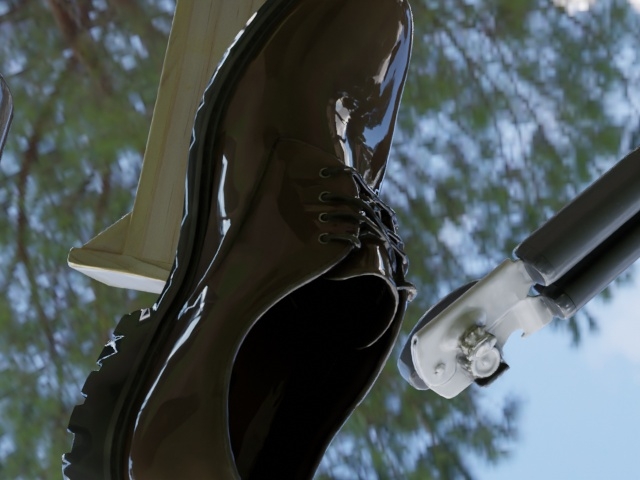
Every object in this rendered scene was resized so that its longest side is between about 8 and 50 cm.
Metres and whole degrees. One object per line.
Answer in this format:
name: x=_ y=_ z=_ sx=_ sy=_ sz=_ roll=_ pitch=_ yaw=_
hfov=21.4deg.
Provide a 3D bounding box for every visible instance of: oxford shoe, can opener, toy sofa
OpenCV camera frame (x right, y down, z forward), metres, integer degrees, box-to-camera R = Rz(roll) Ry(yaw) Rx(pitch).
oxford shoe: x=0.000 y=0.000 z=0.577 sx=0.096 sy=0.083 sz=0.227 roll=-5 pitch=-121 yaw=43
can opener: x=0.174 y=0.016 z=1.319 sx=0.280 sy=0.074 sz=0.093 roll=-37 pitch=-144 yaw=-6
toy sofa: x=-0.091 y=-0.120 z=1.514 sx=0.177 sy=0.150 sz=0.363 roll=9 pitch=-97 yaw=7

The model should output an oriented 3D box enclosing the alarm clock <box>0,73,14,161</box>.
alarm clock: x=-0.237 y=-0.065 z=0.949 sx=0.129 sy=0.192 sz=0.064 roll=11 pitch=-120 yaw=-2
